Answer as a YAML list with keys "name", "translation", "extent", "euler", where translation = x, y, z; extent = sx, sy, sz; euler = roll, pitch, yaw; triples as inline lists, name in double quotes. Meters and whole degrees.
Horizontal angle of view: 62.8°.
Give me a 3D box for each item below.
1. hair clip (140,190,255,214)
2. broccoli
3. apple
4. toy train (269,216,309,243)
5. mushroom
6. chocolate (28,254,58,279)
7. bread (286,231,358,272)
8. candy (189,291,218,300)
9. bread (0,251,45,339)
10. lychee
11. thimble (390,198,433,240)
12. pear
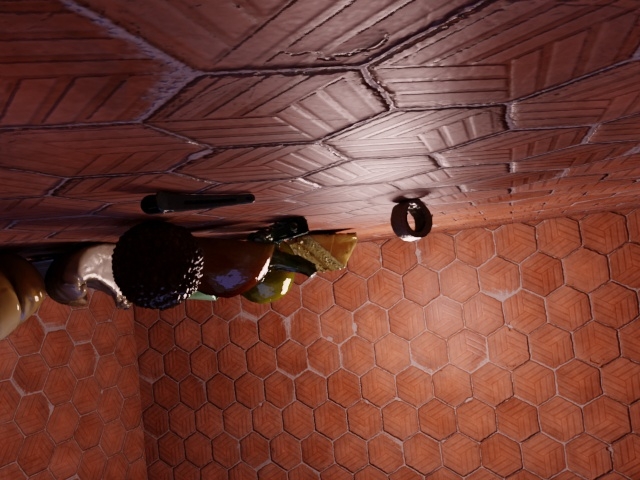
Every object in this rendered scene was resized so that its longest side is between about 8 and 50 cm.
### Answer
- name: "hair clip"
  translation: [-0.231, -0.080, 1.032]
  extent: [0.229, 0.039, 0.070]
  euler: [-9, 180, -43]
- name: "broccoli"
  translation: [-0.160, 0.070, 1.860]
  extent: [0.275, 0.177, 0.198]
  euler: [33, -145, 16]
- name: "apple"
  translation: [-0.328, 0.063, 1.690]
  extent: [0.346, 0.179, 0.254]
  euler: [5, 140, 10]
- name: "toy train"
  translation: [-0.099, -0.035, 1.683]
  extent: [0.099, 0.070, 0.172]
  euler: [-12, 178, -27]
- name: "mushroom"
  translation: [-0.839, 0.110, 1.821]
  extent: [0.314, 0.224, 0.397]
  euler: [3, 167, 7]
- name: "chocolate"
  translation: [-1.039, 0.129, 2.056]
  extent: [0.221, 0.147, 0.221]
  euler: [-3, 178, 0]
- name: "bread"
  translation: [0.000, 0.000, 2.357]
  extent: [0.236, 0.198, 0.263]
  euler: [32, 158, -22]
- name: "candy"
  translation: [-0.573, 0.146, 2.244]
  extent: [0.263, 0.172, 0.398]
  euler: [27, 162, 7]
- name: "bread"
  translation: [-1.049, 0.203, 1.721]
  extent: [0.245, 0.329, 0.424]
  euler: [-4, 170, -40]
- name: "lychee"
  translation: [-0.417, 0.068, 1.355]
  extent: [0.236, 0.236, 0.271]
  euler: [-4, -146, -26]
- name: "thimble"
  translation: [0.261, -0.058, 1.521]
  extent: [0.102, 0.115, 0.090]
  euler: [-3, 174, -17]
- name: "pear"
  translation: [-0.228, 0.110, 2.219]
  extent: [0.287, 0.287, 0.375]
  euler: [-7, -162, 21]
